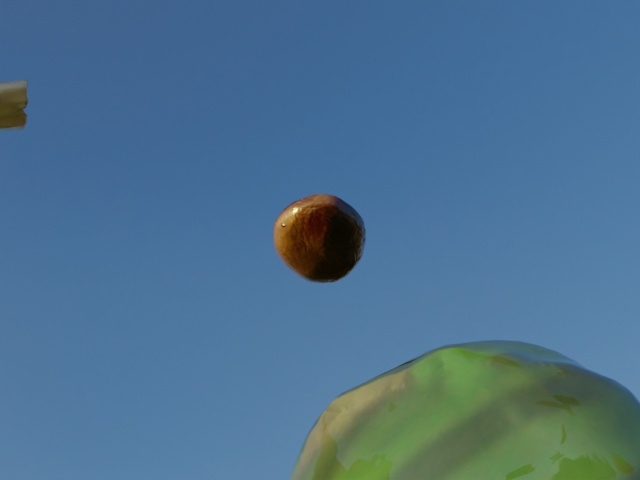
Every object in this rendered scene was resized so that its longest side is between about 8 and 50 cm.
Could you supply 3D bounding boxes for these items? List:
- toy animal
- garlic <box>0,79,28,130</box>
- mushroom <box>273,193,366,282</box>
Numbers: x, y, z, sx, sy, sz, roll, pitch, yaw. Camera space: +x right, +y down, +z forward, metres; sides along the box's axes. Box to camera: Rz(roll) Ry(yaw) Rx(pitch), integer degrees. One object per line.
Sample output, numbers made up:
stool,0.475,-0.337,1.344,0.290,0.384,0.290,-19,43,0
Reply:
toy animal,0.081,0.208,0.375,0.191,0.216,0.338,-20,-75,-22
garlic,-0.274,-0.082,0.522,0.212,0.218,0.218,12,-46,-14
mushroom,0.000,0.000,1.169,0.123,0.052,0.123,-2,-62,-4
